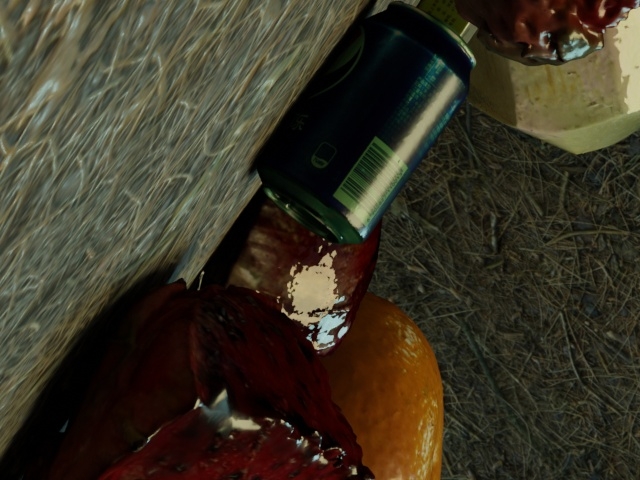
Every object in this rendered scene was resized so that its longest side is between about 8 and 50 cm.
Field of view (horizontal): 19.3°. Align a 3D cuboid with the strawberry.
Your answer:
[{"bbox_3d":[0.232,-0.333,1.792,0.265,0.149,0.336,-145,-106,-75],"label":"strawberry"}]

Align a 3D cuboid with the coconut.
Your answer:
[{"bbox_3d":[0.319,-0.275,2.334,0.353,0.352,0.352,-55,177,-4],"label":"coconut"}]

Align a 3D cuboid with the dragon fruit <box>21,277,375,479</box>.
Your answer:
[{"bbox_3d":[-0.175,0.159,1.492,0.329,0.228,0.286,-36,149,16],"label":"dragon fruit"}]

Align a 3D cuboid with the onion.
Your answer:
[{"bbox_3d":[0.000,0.000,1.897,0.280,0.146,0.314,-60,172,14],"label":"onion"}]

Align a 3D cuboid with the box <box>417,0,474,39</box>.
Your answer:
[{"bbox_3d":[0.199,-0.330,2.095,0.260,0.062,0.175,-55,177,15],"label":"box"}]

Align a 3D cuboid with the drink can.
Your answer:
[{"bbox_3d":[0.042,-0.102,1.638,0.205,0.118,0.118,-53,177,-9],"label":"drink can"}]

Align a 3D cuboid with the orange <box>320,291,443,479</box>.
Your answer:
[{"bbox_3d":[-0.019,0.261,2.278,0.424,0.326,0.424,6,90,-82],"label":"orange"}]
